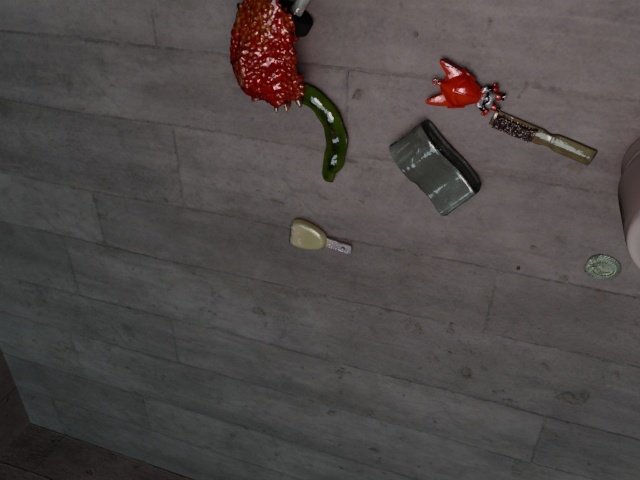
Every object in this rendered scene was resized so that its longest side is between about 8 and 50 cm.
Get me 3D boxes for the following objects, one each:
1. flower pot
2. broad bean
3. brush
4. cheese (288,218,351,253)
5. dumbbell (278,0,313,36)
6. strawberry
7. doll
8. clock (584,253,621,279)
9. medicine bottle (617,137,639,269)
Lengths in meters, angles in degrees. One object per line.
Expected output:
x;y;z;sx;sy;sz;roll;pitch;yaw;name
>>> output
0.284;-0.181;1.415;0.229;0.103;0.108;47;126;-9;flower pot
-0.001;-0.294;1.502;0.144;0.049;0.292;-20;110;38;broad bean
0.512;-0.234;1.327;0.248;0.036;0.043;25;131;6;brush
0.000;0.000;1.693;0.192;0.037;0.097;19;127;12;cheese
-0.029;-0.567;1.300;0.100;0.100;0.191;36;128;-2;dumbbell
-0.154;-0.446;1.336;0.233;0.137;0.306;43;163;29;strawberry
0.336;-0.340;1.318;0.169;0.057;0.109;23;124;10;doll
0.715;0.069;1.452;0.083;0.010;0.074;17;126;11;clock
0.713;-0.083;1.146;0.208;0.340;0.208;11;124;17;medicine bottle
